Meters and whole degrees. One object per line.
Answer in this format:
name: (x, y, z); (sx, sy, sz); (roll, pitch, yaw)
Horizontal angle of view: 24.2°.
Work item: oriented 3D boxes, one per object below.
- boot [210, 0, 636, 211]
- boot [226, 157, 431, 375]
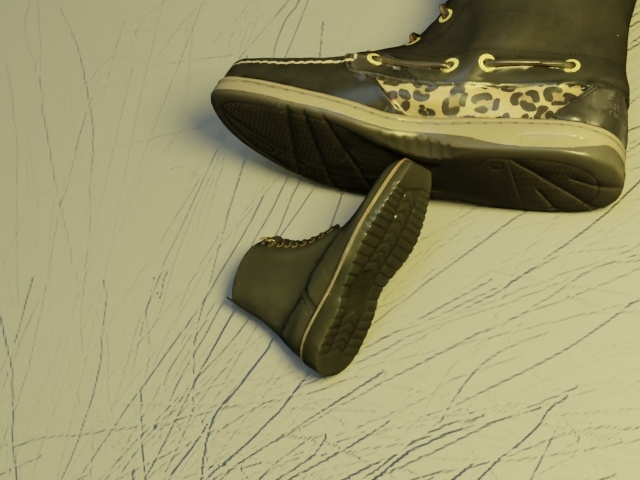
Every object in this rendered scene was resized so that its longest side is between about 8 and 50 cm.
boot: (0.113, -0.186, 1.358); (0.377, 0.138, 0.284); (8, 64, 21)
boot: (0.000, 0.000, 1.304); (0.137, 0.077, 0.198); (31, 93, 38)
